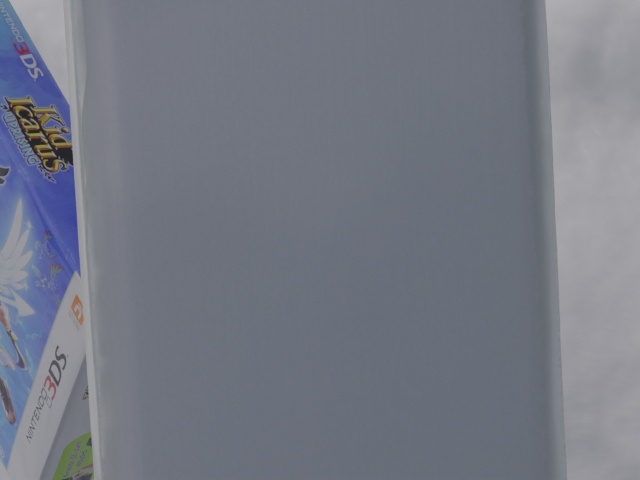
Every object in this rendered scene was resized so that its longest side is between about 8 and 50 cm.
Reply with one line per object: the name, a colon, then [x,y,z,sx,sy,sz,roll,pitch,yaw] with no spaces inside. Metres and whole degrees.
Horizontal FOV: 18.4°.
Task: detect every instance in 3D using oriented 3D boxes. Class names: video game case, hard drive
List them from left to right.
video game case: [-0.208,0.011,1.348,0.269,0.061,0.244,58,145,26]
hard drive: [0.000,0.000,0.960,0.233,0.047,0.353,-4,95,-13]
